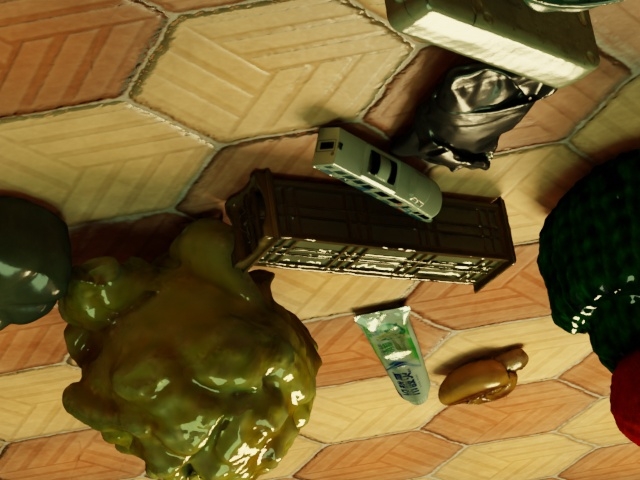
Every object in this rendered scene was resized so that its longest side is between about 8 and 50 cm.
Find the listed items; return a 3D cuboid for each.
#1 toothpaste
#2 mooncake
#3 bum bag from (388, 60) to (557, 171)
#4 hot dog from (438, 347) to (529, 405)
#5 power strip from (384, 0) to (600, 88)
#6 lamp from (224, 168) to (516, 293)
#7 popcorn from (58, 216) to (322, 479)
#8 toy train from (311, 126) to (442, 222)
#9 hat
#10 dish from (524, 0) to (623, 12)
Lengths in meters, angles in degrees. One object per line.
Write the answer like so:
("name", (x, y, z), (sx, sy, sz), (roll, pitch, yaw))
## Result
("toothpaste", (0.108, 0.157, 2.402), (0.075, 0.048, 0.297), (-12, 152, 7))
("mooncake", (-0.352, 0.026, 1.898), (0.168, 0.104, 0.175), (4, 149, -12))
("bum bag", (0.154, -0.123, 1.801), (0.123, 0.060, 0.248), (-3, 155, -15))
("hot dog", (0.231, 0.194, 2.512), (0.090, 0.060, 0.140), (9, 156, -42))
("power strip", (0.134, -0.212, 1.566), (0.288, 0.093, 0.053), (14, 149, -40))
("lamp", (0.059, -0.008, 1.981), (0.325, 0.089, 0.090), (6, 151, -29))
("popcorn", (-0.146, 0.153, 2.024), (0.274, 0.279, 0.335), (-31, 159, 5))
("toy train", (0.069, -0.067, 1.891), (0.047, 0.043, 0.207), (-1, 162, 40))
("hat", (0.391, 0.080, 1.997), (0.242, 0.332, 0.274), (4, 154, -23))
("dish", (0.224, -0.281, 1.471), (0.246, 0.078, 0.224), (5, 151, -30))
